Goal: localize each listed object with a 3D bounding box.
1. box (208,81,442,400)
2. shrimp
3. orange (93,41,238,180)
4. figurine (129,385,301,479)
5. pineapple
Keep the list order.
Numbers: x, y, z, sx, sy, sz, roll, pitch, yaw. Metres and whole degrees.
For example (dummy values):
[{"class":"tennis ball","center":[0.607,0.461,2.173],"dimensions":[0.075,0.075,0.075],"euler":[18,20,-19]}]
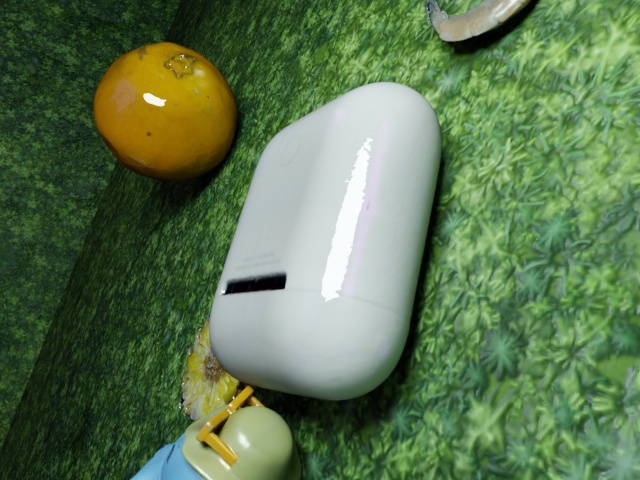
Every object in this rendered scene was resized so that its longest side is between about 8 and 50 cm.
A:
[{"class":"box","center":[-0.001,-0.001,0.633],"dimensions":[0.289,0.141,0.348],"euler":[-11,59,53]},{"class":"shrimp","center":[0.196,-0.324,0.658],"dimensions":[0.152,0.046,0.219],"euler":[-21,52,47]},{"class":"orange","center":[-0.337,-0.279,1.216],"dimensions":[0.312,0.312,0.311],"euler":[-37,40,39]},{"class":"figurine","center":[-0.129,0.288,0.603],"dimensions":[0.262,0.180,0.154],"euler":[-51,51,8]},{"class":"pineapple","center":[-0.141,0.180,0.826],"dimensions":[0.221,0.047,0.221],"euler":[-32,46,39]}]
